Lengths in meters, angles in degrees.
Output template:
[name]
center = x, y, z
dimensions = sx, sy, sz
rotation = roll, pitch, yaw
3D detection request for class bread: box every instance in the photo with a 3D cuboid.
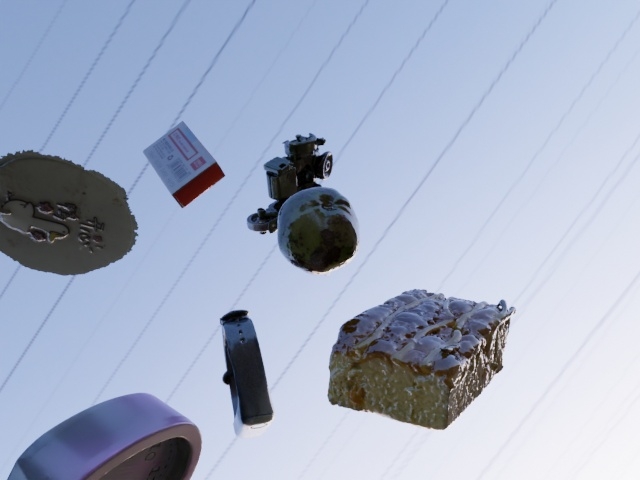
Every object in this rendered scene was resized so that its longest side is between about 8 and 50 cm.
[bread]
center = 0.144, 0.150, 0.890
dimensions = 0.275, 0.185, 0.114
rotation = -20, -68, -56

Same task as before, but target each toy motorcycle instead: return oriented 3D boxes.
[toy motorcycle]
center = -0.066, -0.132, 1.546
dimensions = 0.275, 0.127, 0.205
rotation = -40, -44, -47

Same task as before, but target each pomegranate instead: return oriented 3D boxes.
[pomegranate]
center = 0.009, -0.007, 0.977
dimensions = 0.126, 0.138, 0.163
rotation = -35, -40, 17

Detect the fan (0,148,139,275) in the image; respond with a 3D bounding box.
[fan]
center = -0.468, -0.049, 0.906
dimensions = 0.415, 0.012, 0.233
rotation = 14, -52, -15

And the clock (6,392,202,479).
[clock]
center = -0.325, 0.392, 0.954
dimensions = 0.338, 0.102, 0.338
rotation = -41, -34, -36

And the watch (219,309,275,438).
[watch]
center = -0.128, 0.229, 1.088
dimensions = 0.068, 0.193, 0.206
rotation = -8, -25, -13

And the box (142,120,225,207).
[box]
center = -0.311, -0.176, 1.441
dimensions = 0.123, 0.229, 0.050
rotation = -38, -44, -5
